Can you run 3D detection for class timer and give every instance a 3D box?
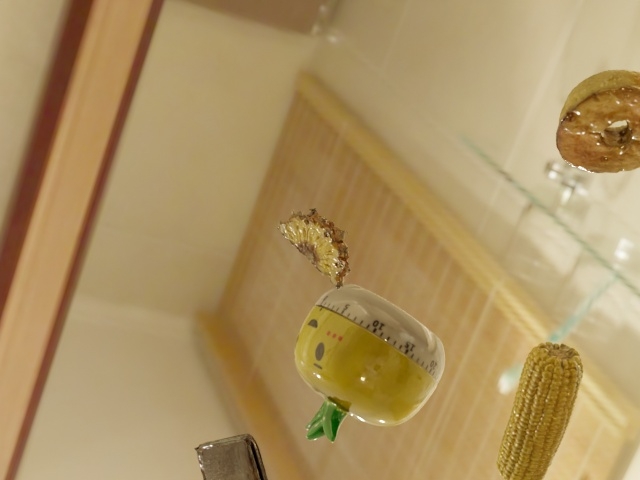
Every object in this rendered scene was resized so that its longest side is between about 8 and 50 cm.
[{"bbox_3d":[0.060,0.241,2.352,0.285,0.285,0.285,19,-162,-6],"label":"timer"}]

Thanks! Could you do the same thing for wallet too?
[{"bbox_3d":[-0.088,0.364,1.711,0.031,0.232,0.122,-14,177,-42],"label":"wallet"}]

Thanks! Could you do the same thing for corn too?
[{"bbox_3d":[0.341,0.274,2.087,0.093,0.244,0.093,10,-157,-4],"label":"corn"}]

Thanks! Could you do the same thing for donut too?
[{"bbox_3d":[0.407,-0.168,1.850,0.162,0.178,0.065,8,-126,-5],"label":"donut"}]

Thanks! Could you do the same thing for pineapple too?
[{"bbox_3d":[0.000,0.000,1.201,0.083,0.045,0.019,44,-142,17],"label":"pineapple"}]
